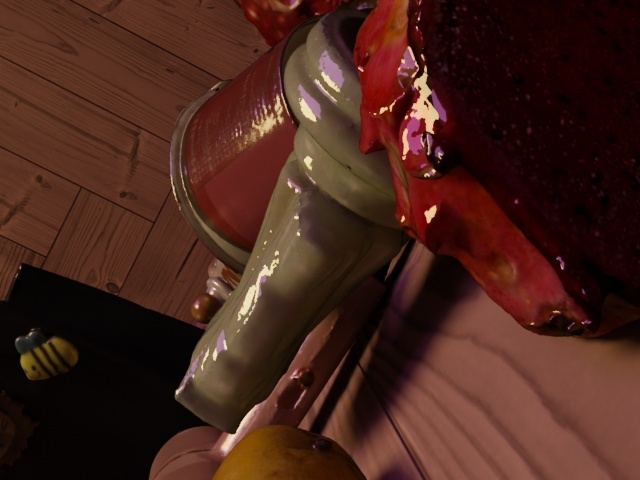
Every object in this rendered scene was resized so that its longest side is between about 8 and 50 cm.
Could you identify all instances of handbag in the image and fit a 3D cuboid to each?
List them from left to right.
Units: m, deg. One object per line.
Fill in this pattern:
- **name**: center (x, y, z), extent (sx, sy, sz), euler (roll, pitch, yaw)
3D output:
- **handbag**: center (-0.237, 0.209, 0.921), extent (0.303, 0.329, 0.122), euler (-59, 13, 27)

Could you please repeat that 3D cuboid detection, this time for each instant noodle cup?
- **instant noodle cup**: center (-0.003, -0.088, 0.830), extent (0.178, 0.235, 0.234), euler (-36, 27, 51)

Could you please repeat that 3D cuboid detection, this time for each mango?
- **mango**: center (-0.028, 0.200, 0.501), extent (0.137, 0.098, 0.195), euler (-46, 26, 54)

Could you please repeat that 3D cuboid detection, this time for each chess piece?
- **chess piece**: center (0.000, 0.000, 0.638), extent (0.298, 0.176, 0.176), euler (-56, 11, 27)

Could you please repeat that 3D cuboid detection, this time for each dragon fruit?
- **dragon fruit**: center (0.098, -0.061, 0.434), extent (0.189, 0.163, 0.261), euler (84, -159, -51)

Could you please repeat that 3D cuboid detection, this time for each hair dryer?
- **hair dryer**: center (-0.030, 0.131, 0.744), extent (0.344, 0.107, 0.189), euler (-57, 9, -1)

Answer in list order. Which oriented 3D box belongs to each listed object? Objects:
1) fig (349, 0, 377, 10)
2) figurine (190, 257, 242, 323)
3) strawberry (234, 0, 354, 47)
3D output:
- **fig**: center (0.100, -0.244, 1.088), extent (0.124, 0.124, 0.236), euler (-60, -14, 19)
- **figurine**: center (-0.091, 0.076, 1.148), extent (0.194, 0.133, 0.274), euler (-29, -33, -62)
- **strawberry**: center (0.049, -0.391, 1.238), extent (0.295, 0.317, 0.345), euler (-32, 8, -34)
